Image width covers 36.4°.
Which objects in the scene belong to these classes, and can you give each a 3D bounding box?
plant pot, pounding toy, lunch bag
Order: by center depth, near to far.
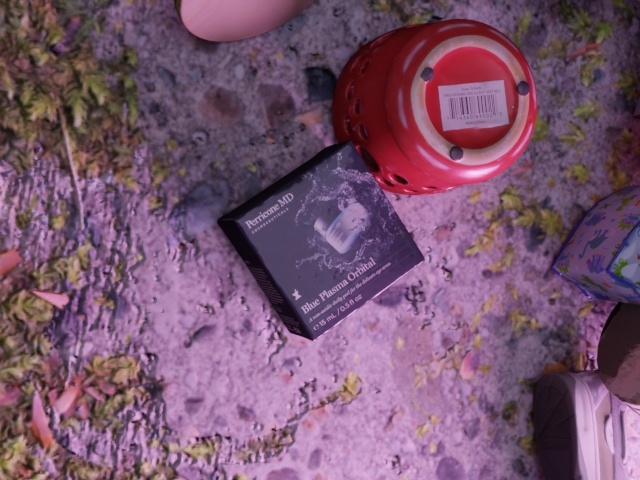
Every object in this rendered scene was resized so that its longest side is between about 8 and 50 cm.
[{"bbox_3d":[-0.058,-0.315,1.011,0.237,0.183,0.110,-23,72,-16],"label":"pounding toy"},{"bbox_3d":[0.126,-0.147,1.054,0.191,0.174,0.191,0,89,-17],"label":"plant pot"},{"bbox_3d":[0.369,-0.003,1.154,0.096,0.129,0.151,35,80,-16],"label":"lunch bag"}]

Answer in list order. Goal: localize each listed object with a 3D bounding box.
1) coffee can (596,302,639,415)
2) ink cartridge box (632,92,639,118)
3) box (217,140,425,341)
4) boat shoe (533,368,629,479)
[{"bbox_3d":[0.490,0.174,1.140,0.275,0.201,0.201,38,81,-23],"label":"coffee can"},{"bbox_3d":[0.555,-0.172,1.163,0.309,0.130,0.271,17,92,-1],"label":"ink cartridge box"},{"bbox_3d":[0.000,0.000,1.059,0.156,0.093,0.158,-35,100,-13],"label":"box"},{"bbox_3d":[0.328,0.314,1.160,0.103,0.118,0.320,-3,83,-21],"label":"boat shoe"}]
